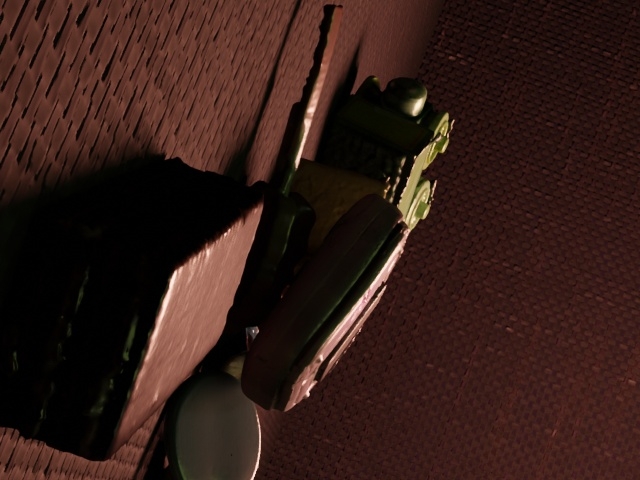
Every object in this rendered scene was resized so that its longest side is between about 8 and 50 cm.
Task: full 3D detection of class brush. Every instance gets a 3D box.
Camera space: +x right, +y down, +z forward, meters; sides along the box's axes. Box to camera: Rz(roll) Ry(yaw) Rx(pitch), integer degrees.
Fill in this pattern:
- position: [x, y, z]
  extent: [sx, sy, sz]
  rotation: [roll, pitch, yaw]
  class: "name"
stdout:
- position: [-0.029, -0.060, 1.100]
  extent: [0.084, 0.071, 0.301]
  rotation: [-32, 142, -77]
  class: "brush"

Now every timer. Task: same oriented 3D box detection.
- position: [0.006, 0.062, 1.169]
  extent: [0.208, 0.069, 0.191]
  rotation: [-54, 172, -19]
  class: "timer"

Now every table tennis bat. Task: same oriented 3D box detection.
- position: [-0.096, 0.222, 1.177]
  extent: [0.124, 0.033, 0.201]
  rotation: [3, 82, -51]
  class: "table tennis bat"

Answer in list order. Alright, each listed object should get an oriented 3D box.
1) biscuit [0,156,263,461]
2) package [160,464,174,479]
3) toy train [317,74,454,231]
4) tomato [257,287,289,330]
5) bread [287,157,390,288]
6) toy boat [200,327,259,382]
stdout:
- position: [-0.093, 0.025, 0.681]
  extent: [0.252, 0.070, 0.106]
  rotation: [-50, 161, -76]
  class: "biscuit"
- position: [-0.130, 0.323, 1.298]
  extent: [0.288, 0.108, 0.223]
  rotation: [91, 14, -61]
  class: "package"
- position: [0.073, -0.091, 1.717]
  extent: [0.188, 0.159, 0.272]
  rotation: [-50, 162, -49]
  class: "toy train"
- position: [-0.048, 0.094, 1.426]
  extent: [0.155, 0.069, 0.156]
  rotation: [-12, 104, -59]
  class: "tomato"
- position: [0.000, 0.000, 1.364]
  extent: [0.152, 0.127, 0.147]
  rotation: [102, 6, -66]
  class: "bread"
- position: [-0.092, 0.127, 1.285]
  extent: [0.061, 0.060, 0.137]
  rotation: [-102, -160, -46]
  class: "toy boat"
